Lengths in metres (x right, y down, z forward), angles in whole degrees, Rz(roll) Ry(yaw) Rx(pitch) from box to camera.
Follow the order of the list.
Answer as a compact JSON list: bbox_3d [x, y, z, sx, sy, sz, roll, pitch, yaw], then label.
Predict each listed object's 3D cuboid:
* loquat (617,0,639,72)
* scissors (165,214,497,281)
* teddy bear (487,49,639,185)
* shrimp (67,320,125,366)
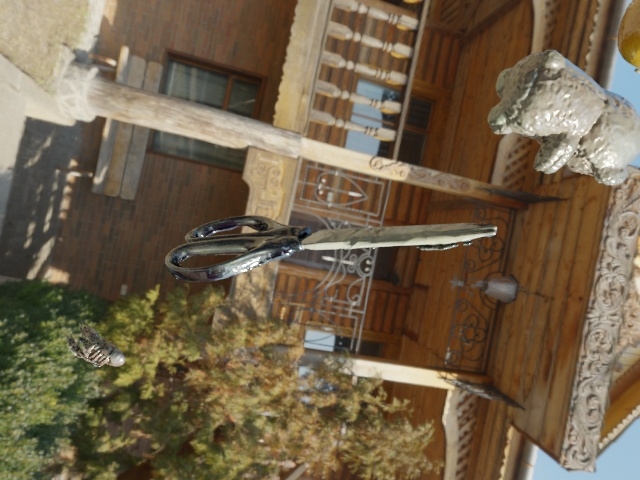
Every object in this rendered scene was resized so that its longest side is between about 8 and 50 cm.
[{"bbox_3d":[0.532,-0.326,0.655,0.141,0.141,0.141,-169,-90,-78],"label":"loquat"},{"bbox_3d":[0.000,0.000,0.394,0.109,0.299,0.022,-65,149,-57],"label":"scissors"},{"bbox_3d":[0.435,-0.219,0.763,0.151,0.267,0.236,-25,-139,63],"label":"teddy bear"},{"bbox_3d":[-0.287,0.135,0.544,0.038,0.092,0.029,-33,138,-46],"label":"shrimp"}]
